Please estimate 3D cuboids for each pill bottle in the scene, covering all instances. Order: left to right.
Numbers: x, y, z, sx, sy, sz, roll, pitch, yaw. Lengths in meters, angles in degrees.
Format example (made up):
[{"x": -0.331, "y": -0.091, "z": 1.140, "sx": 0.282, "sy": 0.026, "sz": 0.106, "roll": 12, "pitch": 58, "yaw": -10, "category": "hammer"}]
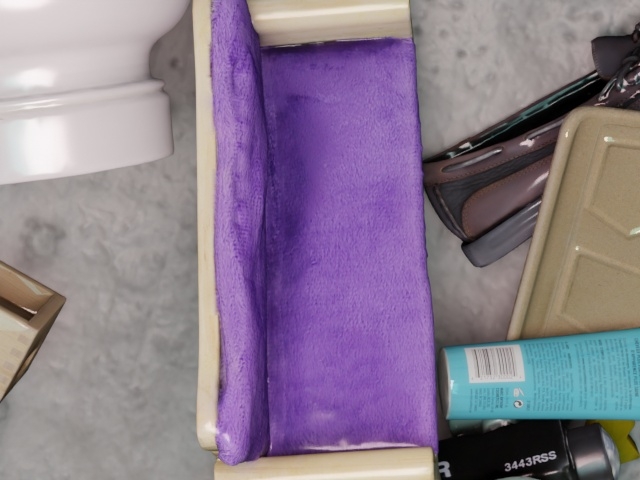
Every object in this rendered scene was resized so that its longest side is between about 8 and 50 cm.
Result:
[{"x": -0.207, "y": -0.247, "z": 1.238, "sx": 0.229, "sy": 0.229, "sz": 0.408, "roll": -6, "pitch": 96, "yaw": 5, "category": "pill bottle"}]

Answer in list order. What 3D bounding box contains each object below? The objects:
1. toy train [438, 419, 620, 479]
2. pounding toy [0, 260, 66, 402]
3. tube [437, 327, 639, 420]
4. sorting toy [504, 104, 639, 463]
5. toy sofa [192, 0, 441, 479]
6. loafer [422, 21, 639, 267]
[{"x": 0.073, "y": 0.230, "z": 1.419, "sx": 0.333, "sy": 0.142, "sz": 0.190, "roll": -16, "pitch": 129, "yaw": 9, "category": "toy train"}, {"x": -0.285, "y": 0.069, "z": 1.418, "sx": 0.130, "sy": 0.141, "sz": 0.100, "roll": 29, "pitch": 102, "yaw": -2, "category": "pounding toy"}, {"x": 0.190, "y": 0.098, "z": 1.349, "sx": 0.207, "sy": 0.052, "sz": 0.080, "roll": -2, "pitch": 84, "yaw": -4, "category": "tube"}, {"x": 0.252, "y": 0.040, "z": 1.378, "sx": 0.229, "sy": 0.041, "sz": 0.307, "roll": 4, "pitch": 124, "yaw": -10, "category": "sorting toy"}, {"x": 0.000, "y": 0.000, "z": 1.297, "sx": 0.150, "sy": 0.177, "sz": 0.363, "roll": -4, "pitch": 71, "yaw": 5, "category": "toy sofa"}, {"x": 0.205, "y": -0.103, "z": 1.375, "sx": 0.302, "sy": 0.109, "sz": 0.095, "roll": -39, "pitch": 92, "yaw": 13, "category": "loafer"}]
